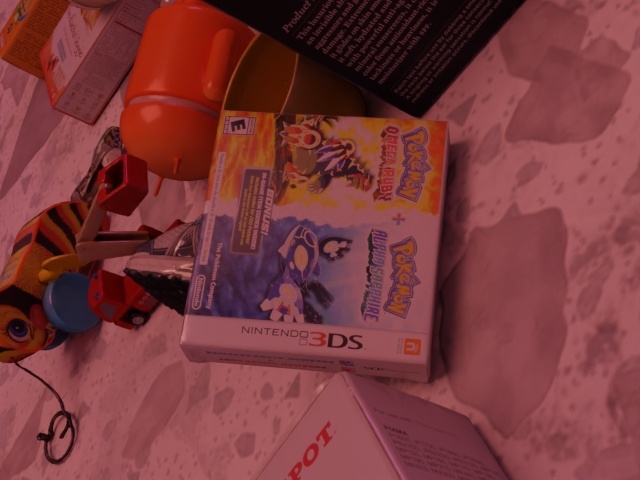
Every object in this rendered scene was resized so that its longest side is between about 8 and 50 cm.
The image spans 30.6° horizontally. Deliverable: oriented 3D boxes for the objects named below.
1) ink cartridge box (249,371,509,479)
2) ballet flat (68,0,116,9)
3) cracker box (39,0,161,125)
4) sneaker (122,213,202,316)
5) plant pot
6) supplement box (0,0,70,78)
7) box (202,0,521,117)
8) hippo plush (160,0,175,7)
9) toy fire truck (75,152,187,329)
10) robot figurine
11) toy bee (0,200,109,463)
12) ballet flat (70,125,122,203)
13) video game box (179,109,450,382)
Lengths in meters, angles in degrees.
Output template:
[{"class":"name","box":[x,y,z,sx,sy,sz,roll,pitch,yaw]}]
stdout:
[{"class":"ink cartridge box","box":[0.047,0.263,0.695,0.226,0.131,0.306,-54,34,18]},{"class":"ballet flat","box":[-0.293,-0.341,1.484,0.086,0.086,0.248,-48,35,25]},{"class":"cracker box","box":[-0.285,-0.291,1.562,0.232,0.067,0.155,-52,36,19]},{"class":"sneaker","box":[-0.065,0.006,1.060,0.283,0.110,0.122,-6,53,45]},{"class":"plant pot","box":[-0.017,-0.119,1.048,0.134,0.095,0.134,-37,44,46]},{"class":"supplement box","box":[-0.395,-0.362,1.751,0.233,0.080,0.078,-54,33,21]},{"class":"box","box":[-0.014,-0.300,0.982,0.183,0.294,0.296,-49,36,24]},{"class":"hippo plush","box":[-0.169,-0.370,1.293,0.234,0.236,0.294,-51,36,21]},{"class":"toy fire truck","box":[-0.199,0.008,1.192,0.192,0.135,0.047,-44,39,30]},{"class":"robot figurine","box":[-0.136,-0.156,1.217,0.158,0.128,0.219,3,69,26]},{"class":"toy bee","box":[-0.328,0.070,1.313,0.195,0.162,0.298,-44,39,27]},{"class":"ballet flat","box":[-0.267,-0.084,1.442,0.114,0.041,0.041,-60,34,9]},{"class":"video game box","box":[0.000,0.000,0.901,0.048,0.187,0.205,79,-164,-66]}]
